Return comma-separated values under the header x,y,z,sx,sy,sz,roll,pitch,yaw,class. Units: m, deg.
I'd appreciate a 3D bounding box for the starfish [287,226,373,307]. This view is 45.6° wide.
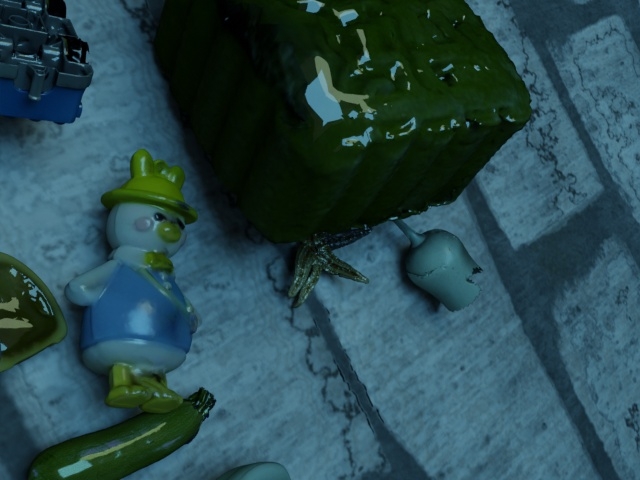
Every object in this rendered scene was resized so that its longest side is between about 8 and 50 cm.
x,y,z,sx,sy,sz,roll,pitch,yaw,class
-0.001,0.000,0.864,0.133,0.041,0.130,-21,93,-28,starfish

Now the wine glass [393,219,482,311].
x,y,z,sx,sy,sz,roll,pitch,yaw,class
0.118,0.001,0.932,0.195,0.079,0.079,43,55,-17,wine glass

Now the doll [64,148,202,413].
x,y,z,sx,sy,sz,roll,pitch,yaw,class
-0.165,0.034,0.703,0.135,0.099,0.241,9,71,-20,doll

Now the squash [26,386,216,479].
x,y,z,sx,sy,sz,roll,pitch,yaw,class
-0.170,0.182,0.681,0.183,0.052,0.052,-16,85,-41,squash

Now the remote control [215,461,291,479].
x,y,z,sx,sy,sz,roll,pitch,yaw,class
-0.041,0.353,0.686,0.140,0.056,0.296,10,64,-70,remote control

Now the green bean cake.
x,y,z,sx,sy,sz,roll,pitch,yaw,class
0.031,-0.189,0.798,0.335,0.218,0.319,-21,69,-33,green bean cake

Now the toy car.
x,y,z,sx,sy,sz,roll,pitch,yaw,class
-0.275,-0.164,0.677,0.097,0.100,0.191,3,40,-36,toy car

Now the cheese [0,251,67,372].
x,y,z,sx,sy,sz,roll,pitch,yaw,class
-0.287,0.029,0.652,0.086,0.036,0.162,-30,94,-40,cheese
